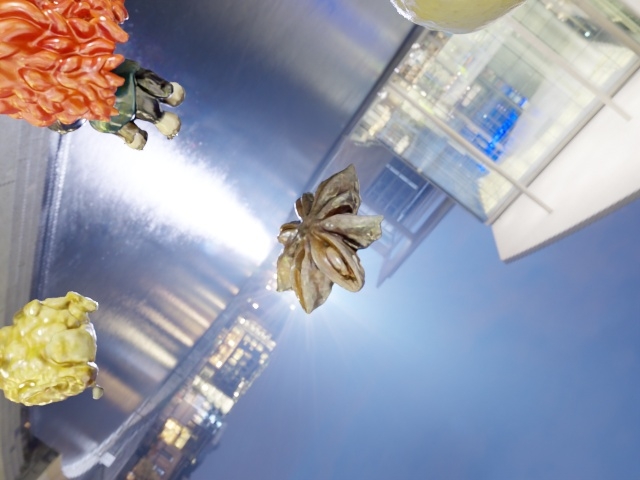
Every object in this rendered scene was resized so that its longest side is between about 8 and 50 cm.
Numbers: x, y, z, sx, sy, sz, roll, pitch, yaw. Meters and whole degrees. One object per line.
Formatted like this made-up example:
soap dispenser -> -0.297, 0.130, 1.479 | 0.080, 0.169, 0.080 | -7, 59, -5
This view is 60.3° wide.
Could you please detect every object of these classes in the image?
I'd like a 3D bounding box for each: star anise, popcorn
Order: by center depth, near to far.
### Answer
popcorn -> -0.410, 0.160, 0.821 | 0.194, 0.140, 0.164 | -19, -109, 44
star anise -> 0.013, -0.013, 1.068 | 0.315, 0.108, 0.316 | -33, -141, 32

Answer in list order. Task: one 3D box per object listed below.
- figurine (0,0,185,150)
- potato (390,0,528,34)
figurine -> -0.399, -0.262, 0.859 | 0.412, 0.305, 0.241 | 48, 59, -79
potato -> 0.085, -0.207, 0.305 | 0.157, 0.157, 0.194 | -54, 168, -30
